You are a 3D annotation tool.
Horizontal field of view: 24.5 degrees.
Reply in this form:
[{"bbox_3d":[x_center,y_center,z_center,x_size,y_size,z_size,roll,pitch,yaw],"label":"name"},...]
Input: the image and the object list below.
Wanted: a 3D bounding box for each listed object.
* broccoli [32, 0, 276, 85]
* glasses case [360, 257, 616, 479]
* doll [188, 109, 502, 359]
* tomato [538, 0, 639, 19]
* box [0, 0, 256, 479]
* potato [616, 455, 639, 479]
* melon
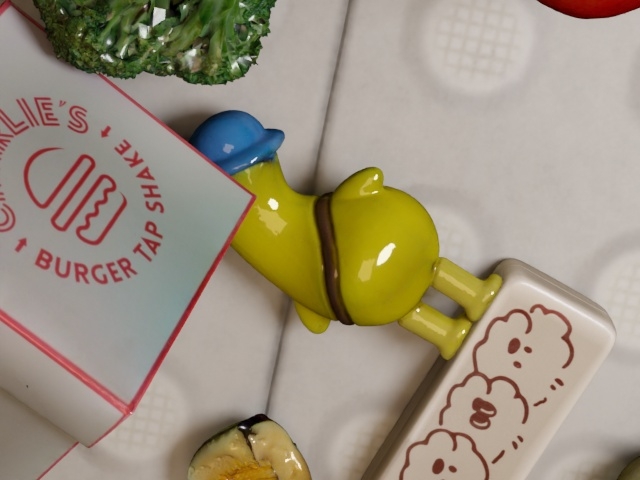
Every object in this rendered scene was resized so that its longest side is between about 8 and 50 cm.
[{"bbox_3d":[-0.151,-0.290,1.344,0.307,0.275,0.308,-1,94,-15],"label":"broccoli"},{"bbox_3d":[0.174,0.191,1.590,0.144,0.076,0.336,27,105,-8],"label":"glasses case"},{"bbox_3d":[0.000,0.000,1.503,0.363,0.145,0.199,30,113,-1],"label":"doll"},{"bbox_3d":[0.231,-0.356,1.301,0.293,0.325,0.290,-42,129,2],"label":"tomato"},{"bbox_3d":[-0.301,0.028,1.379,0.312,0.314,0.300,38,133,-10],"label":"box"},{"bbox_3d":[0.410,0.302,1.586,0.235,0.160,0.178,-7,146,-12],"label":"potato"},{"bbox_3d":[-0.080,0.261,1.620,0.128,0.079,0.160,-15,108,24],"label":"melon"}]
